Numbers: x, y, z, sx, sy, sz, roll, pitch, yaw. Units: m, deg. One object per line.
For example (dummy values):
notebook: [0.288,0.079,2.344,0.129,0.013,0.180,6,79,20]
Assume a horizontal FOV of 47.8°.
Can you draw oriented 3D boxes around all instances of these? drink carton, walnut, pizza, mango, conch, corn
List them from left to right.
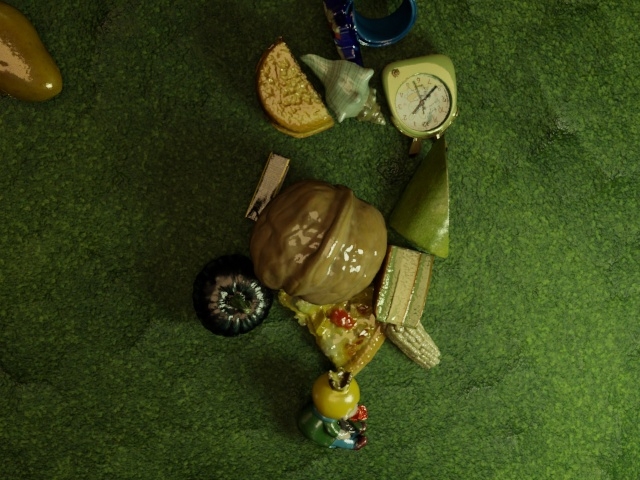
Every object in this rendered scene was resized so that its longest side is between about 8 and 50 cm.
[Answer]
mango: [-0.685,-0.410,1.579,0.167,0.130,0.262,-40,104,-4]
drink carton: [-0.122,-0.122,1.683,0.056,0.071,0.165,22,96,-4]
walnut: [0.000,0.000,1.603,0.296,0.285,0.285,27,94,-14]
pizza: [0.025,0.187,1.727,0.288,0.075,0.280,21,94,-8]
conch: [0.067,-0.329,1.621,0.137,0.234,0.114,-14,58,30]
corn: [0.216,0.228,1.721,0.087,0.087,0.211,-39,133,1]

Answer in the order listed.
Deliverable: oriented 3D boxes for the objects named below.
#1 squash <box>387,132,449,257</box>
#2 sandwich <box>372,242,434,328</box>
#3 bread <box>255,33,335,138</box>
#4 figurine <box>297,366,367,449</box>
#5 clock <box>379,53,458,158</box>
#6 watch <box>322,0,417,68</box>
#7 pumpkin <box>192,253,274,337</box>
squash: [0.289,-0.100,1.681,0.169,0.093,0.252,29,106,-6]
sandwich: [0.182,0.101,1.681,0.117,0.144,0.187,14,86,-4]
bread: [-0.073,-0.331,1.626,0.139,0.143,0.229,-32,96,-1]
figurine: [0.054,0.393,1.693,0.185,0.127,0.234,24,121,-4]
clock: [0.236,-0.312,1.691,0.170,0.069,0.232,-10,98,-4]
watch: [0.113,-0.508,1.607,0.200,0.196,0.171,-18,59,11]
pumpkin: [-0.204,0.127,1.673,0.194,0.150,0.194,0,75,1]
